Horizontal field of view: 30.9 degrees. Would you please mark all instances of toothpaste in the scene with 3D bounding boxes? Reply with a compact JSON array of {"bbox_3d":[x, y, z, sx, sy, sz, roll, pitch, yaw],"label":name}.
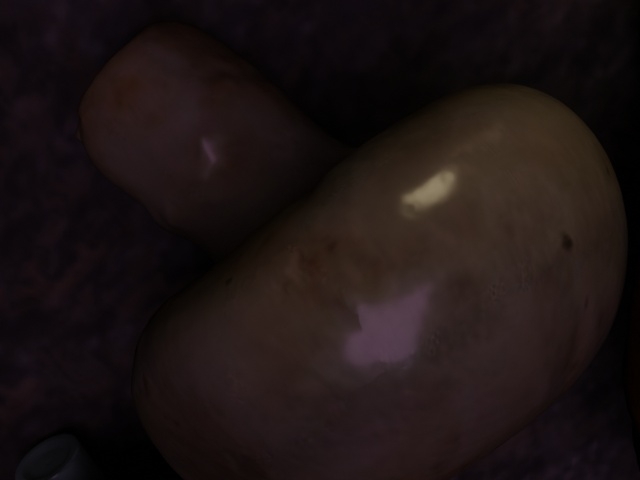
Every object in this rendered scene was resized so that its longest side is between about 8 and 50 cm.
[{"bbox_3d":[-0.084,0.181,0.578,0.056,0.036,0.205,-28,117,-2],"label":"toothpaste"}]

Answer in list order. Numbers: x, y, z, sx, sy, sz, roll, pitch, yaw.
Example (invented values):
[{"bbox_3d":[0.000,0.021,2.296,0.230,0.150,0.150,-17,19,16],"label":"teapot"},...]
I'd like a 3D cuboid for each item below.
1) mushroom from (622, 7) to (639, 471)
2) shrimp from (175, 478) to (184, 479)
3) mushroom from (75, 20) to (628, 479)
[{"bbox_3d":[0.256,-0.004,0.481,0.346,0.259,0.345,-20,136,-21],"label":"mushroom"},{"bbox_3d":[-0.055,0.180,0.546,0.253,0.058,0.173,-1,114,-29],"label":"shrimp"},{"bbox_3d":[0.011,0.011,0.459,0.206,0.209,0.206,-21,138,-20],"label":"mushroom"}]
